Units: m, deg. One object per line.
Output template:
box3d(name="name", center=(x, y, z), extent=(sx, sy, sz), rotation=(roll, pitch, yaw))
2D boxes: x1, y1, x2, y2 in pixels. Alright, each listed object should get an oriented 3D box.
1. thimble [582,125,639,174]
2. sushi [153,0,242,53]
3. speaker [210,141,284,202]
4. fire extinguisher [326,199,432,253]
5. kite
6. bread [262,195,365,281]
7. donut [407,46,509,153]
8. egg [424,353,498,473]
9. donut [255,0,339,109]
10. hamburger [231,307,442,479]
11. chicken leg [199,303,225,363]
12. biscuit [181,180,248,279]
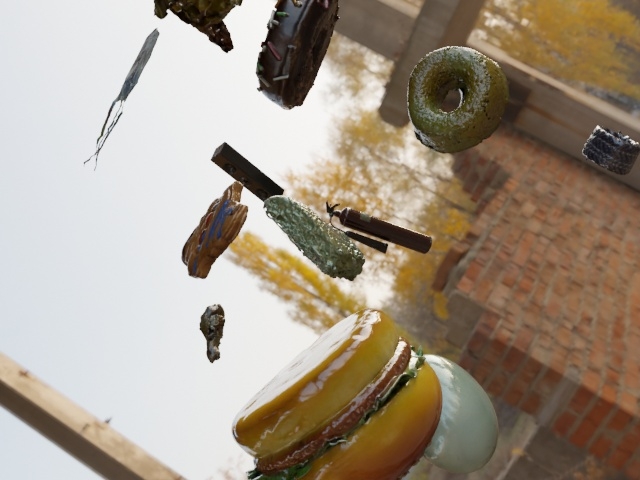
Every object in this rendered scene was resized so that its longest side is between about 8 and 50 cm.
box3d(name="thimble", center=(0.539, -0.168, 1.478), extent=(0.104, 0.095, 0.066), rotation=(-24, -40, -62))
box3d(name="sushi", center=(-0.220, -0.485, 1.460), extent=(0.296, 0.167, 0.179), rotation=(114, 156, -56))
box3d(name="speaker", center=(-0.171, -0.155, 1.891), extent=(0.040, 0.191, 0.046), rotation=(-29, 33, 41))
box3d(name="fire extinguisher", center=(0.079, -0.012, 1.168), extent=(0.035, 0.173, 0.049), rotation=(-131, 61, -77))
box3d(name="kite", center=(-0.387, -0.280, 1.564), extent=(0.169, 0.015, 0.309), rotation=(16, 82, 65))
box3d(name="bread", center=(0.000, 0.000, 1.416), extent=(0.064, 0.232, 0.172), rotation=(-48, 25, 11))
box3d(name="donut", center=(0.318, -0.349, 1.928), extent=(0.272, 0.272, 0.107), rotation=(-60, -35, 1))
box3d(name="egg", center=(0.260, 0.355, 1.658), extent=(0.183, 0.264, 0.183), rotation=(-20, -32, -13))
box3d(name="donut", center=(-0.044, -0.384, 1.554), extent=(0.270, 0.103, 0.269), rotation=(21, -90, -87))
box3d(name="hamburger", center=(0.027, 0.203, 0.901), extent=(0.246, 0.170, 0.246), rotation=(-41, -1, 0))
box3d(name="chicken leg", center=(-0.333, 0.290, 2.466), extent=(0.069, 0.085, 0.197), rotation=(92, 173, -58))
box3d(name="biscuit", center=(-0.193, -0.012, 1.404), extent=(0.280, 0.043, 0.183), rotation=(-21, 44, 58))
